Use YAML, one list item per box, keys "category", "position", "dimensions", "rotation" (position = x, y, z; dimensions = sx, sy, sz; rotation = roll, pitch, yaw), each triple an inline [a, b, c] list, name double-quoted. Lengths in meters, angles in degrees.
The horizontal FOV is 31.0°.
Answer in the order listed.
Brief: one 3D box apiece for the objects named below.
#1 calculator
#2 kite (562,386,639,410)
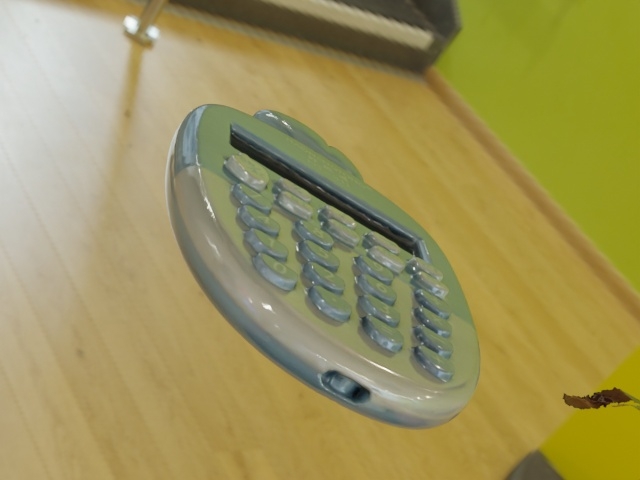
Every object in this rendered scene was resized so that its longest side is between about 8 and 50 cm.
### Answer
- category: "calculator"
  position: [0.000, 0.000, 0.626]
  dimensions: [0.188, 0.042, 0.302]
  rotation: [30, 17, -16]
- category: "kite"
  position: [0.187, 0.094, 0.350]
  dimensions: [0.141, 0.015, 0.245]
  rotation: [28, -4, -42]
